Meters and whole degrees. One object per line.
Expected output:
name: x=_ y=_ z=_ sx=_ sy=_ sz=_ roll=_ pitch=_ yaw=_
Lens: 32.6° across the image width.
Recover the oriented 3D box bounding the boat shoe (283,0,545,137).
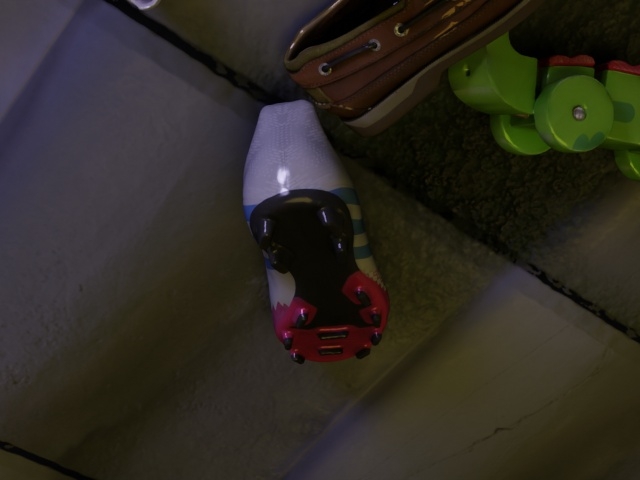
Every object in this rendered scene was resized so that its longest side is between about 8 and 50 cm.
boat shoe: x=0.098 y=-0.212 z=0.881 sx=0.104 sy=0.110 sz=0.307 roll=34 pitch=114 yaw=-28

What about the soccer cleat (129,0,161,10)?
soccer cleat: x=-0.172 y=-0.262 z=0.827 sx=0.068 sy=0.076 sz=0.196 roll=-28 pitch=124 yaw=12

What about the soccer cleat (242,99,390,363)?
soccer cleat: x=0.000 y=0.000 z=1.024 sx=0.116 sy=0.143 sz=0.331 roll=-7 pitch=149 yaw=3

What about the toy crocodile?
toy crocodile: x=0.270 y=-0.115 z=0.976 sx=0.341 sy=0.115 sz=0.105 roll=11 pitch=90 yaw=-16
